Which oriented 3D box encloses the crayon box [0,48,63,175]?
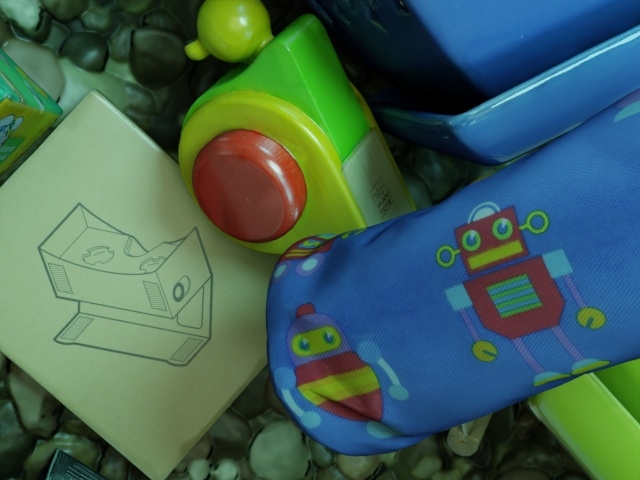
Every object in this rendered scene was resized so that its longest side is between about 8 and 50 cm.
[{"bbox_3d":[-0.223,-0.038,0.522,0.165,0.278,0.081,-45,100,-3],"label":"crayon box"}]

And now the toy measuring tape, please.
[{"bbox_3d":[0.000,0.000,0.657,0.121,0.121,0.330,-29,112,-5],"label":"toy measuring tape"}]

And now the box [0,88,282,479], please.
[{"bbox_3d":[-0.123,0.029,0.673,0.201,0.021,0.164,43,87,-9],"label":"box"}]

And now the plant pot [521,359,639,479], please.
[{"bbox_3d":[0.230,0.068,0.633,0.207,0.227,0.228,-41,100,2],"label":"plant pot"}]

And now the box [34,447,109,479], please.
[{"bbox_3d":[-0.134,0.246,0.660,0.180,0.077,0.147,36,88,-10],"label":"box"}]

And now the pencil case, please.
[{"bbox_3d":[0.113,0.007,0.484,0.306,0.133,0.119,-25,84,34],"label":"pencil case"}]

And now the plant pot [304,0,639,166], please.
[{"bbox_3d":[0.104,-0.175,0.589,0.236,0.236,0.212,-26,103,-6],"label":"plant pot"}]
